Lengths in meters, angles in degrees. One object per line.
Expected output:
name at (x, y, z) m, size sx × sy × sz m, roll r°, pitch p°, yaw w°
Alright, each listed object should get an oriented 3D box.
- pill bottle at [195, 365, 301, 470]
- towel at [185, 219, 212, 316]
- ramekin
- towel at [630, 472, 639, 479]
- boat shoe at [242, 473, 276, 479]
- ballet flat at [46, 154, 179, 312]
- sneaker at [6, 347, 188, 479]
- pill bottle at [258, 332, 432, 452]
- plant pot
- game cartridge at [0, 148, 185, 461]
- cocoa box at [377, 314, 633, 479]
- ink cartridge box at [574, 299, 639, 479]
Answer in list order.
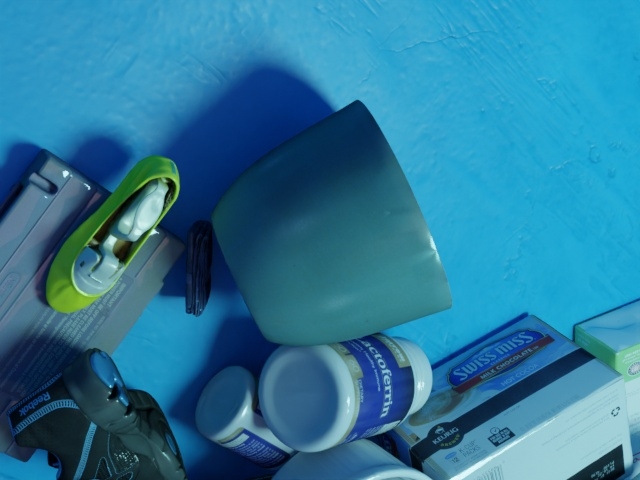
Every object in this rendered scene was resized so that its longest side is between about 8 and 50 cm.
pill bottle at (-0.080, 0.270, 1.357) m, size 0.186 × 0.112 × 0.112 m, roll 39°, pitch 89°, yaw -35°
towel at (-0.161, 0.036, 1.243) m, size 0.029 × 0.067 × 0.119 m, roll 5°, pitch 110°, yaw 2°
ramekin at (0.033, 0.418, 1.338) m, size 0.277 × 0.135 × 0.277 m, roll -13°, pitch 116°, yaw -29°
towel at (0.452, 0.493, 1.553) m, size 0.374 × 0.090 × 0.320 m, roll -13°, pitch 152°, yaw -39°
boat shoe at (-0.175, 0.412, 1.364) m, size 0.319 × 0.116 × 0.099 m, roll -20°, pitch 123°, yaw -15°
ballet flat at (-0.245, -0.001, 1.105) m, size 0.077 × 0.077 × 0.231 m, roll 37°, pitch 90°, yaw -35°
sneaker at (-0.279, 0.261, 1.217) m, size 0.139 × 0.125 × 0.341 m, roll -29°, pitch 140°, yaw -4°
pill bottle at (0.046, 0.208, 1.334) m, size 0.264 × 0.153 × 0.153 m, roll 1°, pitch 112°, yaw -56°
plant pot at (0.000, 0.000, 1.196) m, size 0.235 × 0.293 × 0.293 m, roll -24°, pitch 121°, yaw 0°
game cartridge at (-0.356, 0.090, 1.163) m, size 0.230 × 0.068 × 0.355 m, roll 37°, pitch 90°, yaw -39°
cocoa box at (0.295, 0.325, 1.515) m, size 0.347 × 0.228 × 0.231 m, roll -26°, pitch 123°, yaw -17°
ink cartridge box at (0.584, 0.301, 1.732) m, size 0.207 × 0.119 × 0.353 m, roll -17°, pitch 117°, yaw -21°
